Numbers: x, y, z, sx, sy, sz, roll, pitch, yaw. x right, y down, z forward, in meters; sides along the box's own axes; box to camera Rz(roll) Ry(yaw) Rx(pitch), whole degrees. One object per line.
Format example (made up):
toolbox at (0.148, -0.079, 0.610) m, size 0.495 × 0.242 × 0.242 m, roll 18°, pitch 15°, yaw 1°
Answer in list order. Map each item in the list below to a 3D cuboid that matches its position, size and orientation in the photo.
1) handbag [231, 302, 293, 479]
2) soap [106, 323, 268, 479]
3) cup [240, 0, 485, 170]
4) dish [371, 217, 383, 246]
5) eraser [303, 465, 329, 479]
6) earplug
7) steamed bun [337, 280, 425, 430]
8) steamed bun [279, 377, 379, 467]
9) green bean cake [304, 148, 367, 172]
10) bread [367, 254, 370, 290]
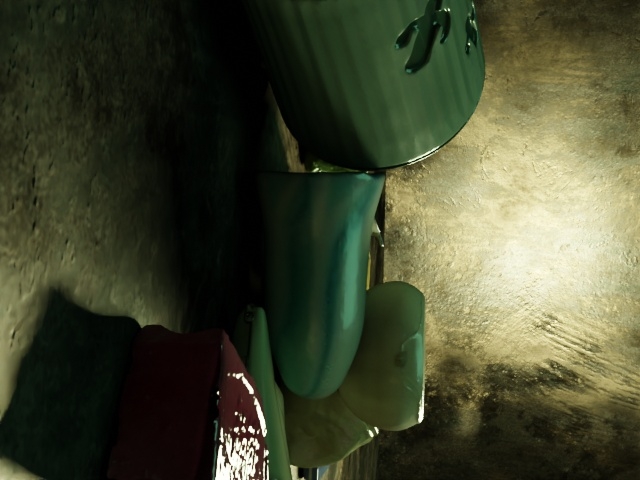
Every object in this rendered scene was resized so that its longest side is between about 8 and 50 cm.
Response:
handbag at (-0.074, 0.218, 1.118) m, size 0.241 × 0.109 × 0.315 m, roll 85°, pitch 8°, yaw -48°
soap at (-0.119, 0.195, 0.846) m, size 0.250 × 0.099 × 0.162 m, roll 76°, pitch 12°, yaw -62°
cup at (0.051, -0.344, 1.126) m, size 0.392 × 0.310 × 0.401 m, roll 60°, pitch 28°, yaw -66°
dish at (0.053, -0.088, 1.784) m, size 0.228 × 0.086 × 0.236 m, roll -101°, pitch 169°, yaw -64°
eraser at (-0.005, 0.458, 1.848) m, size 0.225 × 0.036 × 0.082 m, roll 27°, pitch 64°, yaw -80°
earplug at (-0.005, 0.064, 1.209) m, size 0.185 × 0.185 × 0.324 m, roll -15°, pitch 107°, yaw -81°
steamed bun at (0.090, 0.178, 1.334) m, size 0.232 × 0.145 × 0.231 m, roll 1°, pitch 90°, yaw -82°
steamed bun at (0.041, 0.244, 1.540) m, size 0.275 × 0.206 × 0.320 m, roll 29°, pitch 60°, yaw -78°
green bean cake at (0.067, -0.233, 1.593) m, size 0.222 × 0.125 × 0.248 m, roll -25°, pitch -140°, yaw 56°
bread at (0.042, 0.111, 1.815) m, size 0.136 × 0.107 × 0.241 m, roll 43°, pitch 50°, yaw -75°
